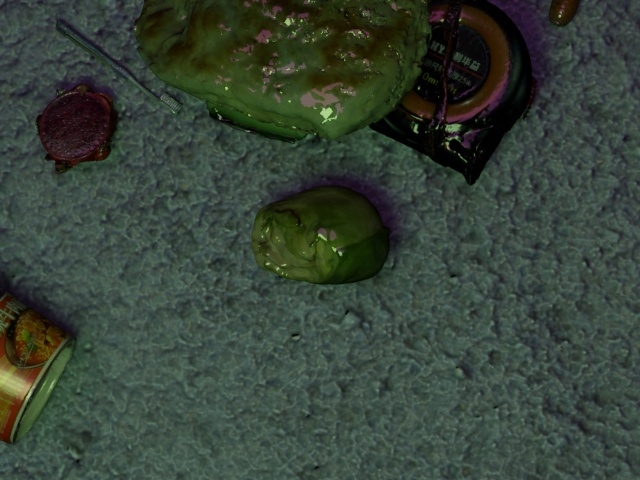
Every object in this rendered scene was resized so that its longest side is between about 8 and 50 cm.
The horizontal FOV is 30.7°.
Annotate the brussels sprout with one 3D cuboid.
[{"bbox_3d":[0.006,-0.003,1.521,0.183,0.145,0.131,9,118,47],"label":"brussels sprout"}]

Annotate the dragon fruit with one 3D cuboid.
[{"bbox_3d":[-0.332,-0.150,1.612,0.112,0.068,0.126,-18,71,-5],"label":"dragon fruit"}]

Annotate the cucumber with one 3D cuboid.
[{"bbox_3d":[-0.060,-0.201,1.571,0.193,0.115,0.086,7,44,12],"label":"cucumber"}]

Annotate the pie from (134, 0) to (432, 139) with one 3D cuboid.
[{"bbox_3d":[-0.046,-0.323,1.468,0.395,0.180,0.418,6,66,19],"label":"pie"}]

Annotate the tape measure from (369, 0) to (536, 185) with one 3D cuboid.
[{"bbox_3d":[0.171,-0.207,1.517,0.202,0.135,0.223,28,88,18],"label":"tape measure"}]

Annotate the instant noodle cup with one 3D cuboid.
[{"bbox_3d":[-0.439,0.162,1.542,0.174,0.213,0.213,28,90,0],"label":"instant noodle cup"}]

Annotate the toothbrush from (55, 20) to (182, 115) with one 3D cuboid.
[{"bbox_3d":[-0.283,-0.243,1.633,0.219,0.016,0.019,35,90,8],"label":"toothbrush"}]

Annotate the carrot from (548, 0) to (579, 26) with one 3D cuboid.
[{"bbox_3d":[0.342,-0.362,1.553,0.036,0.035,0.165,19,86,8],"label":"carrot"}]
